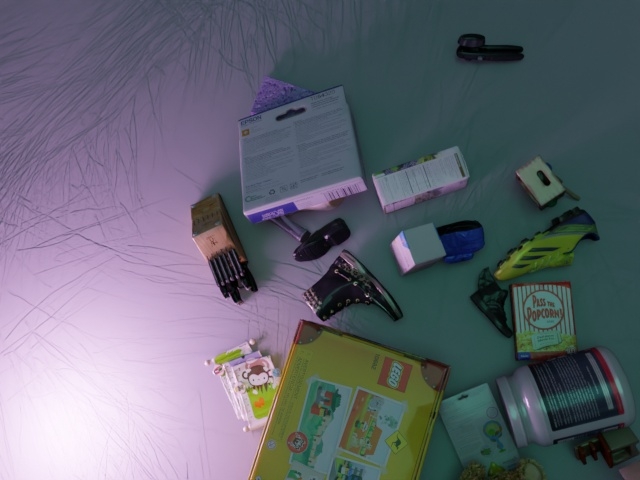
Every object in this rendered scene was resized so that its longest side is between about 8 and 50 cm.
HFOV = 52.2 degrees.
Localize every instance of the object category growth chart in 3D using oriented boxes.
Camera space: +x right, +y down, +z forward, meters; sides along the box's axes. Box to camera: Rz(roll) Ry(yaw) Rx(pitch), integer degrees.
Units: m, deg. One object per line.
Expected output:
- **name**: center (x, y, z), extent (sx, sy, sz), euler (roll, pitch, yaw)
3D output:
- **growth chart**: center (-0.178, 0.379, 1.723), extent (0.172, 0.021, 0.237), euler (-31, 78, 0)

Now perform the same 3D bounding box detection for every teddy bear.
- **teddy bear**: center (0.395, 0.638, 1.544), extent (0.338, 0.113, 0.245), euler (-44, 100, 8)

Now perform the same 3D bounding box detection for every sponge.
- **sponge**: center (-0.083, -0.379, 1.843), extent (0.210, 0.031, 0.117), euler (20, 83, 10)

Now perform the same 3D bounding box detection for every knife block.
- **knife block**: center (-0.257, 0.033, 1.776), extent (0.088, 0.242, 0.275), euler (-24, 33, 2)

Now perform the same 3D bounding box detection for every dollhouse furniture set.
- **dollhouse furniture set**: center (0.701, 0.561, 1.468), extent (0.135, 0.262, 0.259), euler (-26, 44, 4)

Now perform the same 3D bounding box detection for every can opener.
- **can opener**: center (0.462, -0.514, 1.783), extent (0.186, 0.073, 0.059), euler (9, 73, 0)

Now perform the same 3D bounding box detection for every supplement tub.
- **supplement tub**: center (0.568, 0.369, 1.531), extent (0.272, 0.191, 0.191), euler (-17, 78, 8)

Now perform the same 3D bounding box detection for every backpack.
- **backpack**: center (0.362, 0.001, 1.683), extent (0.120, 0.098, 0.101), euler (-15, 107, 5)

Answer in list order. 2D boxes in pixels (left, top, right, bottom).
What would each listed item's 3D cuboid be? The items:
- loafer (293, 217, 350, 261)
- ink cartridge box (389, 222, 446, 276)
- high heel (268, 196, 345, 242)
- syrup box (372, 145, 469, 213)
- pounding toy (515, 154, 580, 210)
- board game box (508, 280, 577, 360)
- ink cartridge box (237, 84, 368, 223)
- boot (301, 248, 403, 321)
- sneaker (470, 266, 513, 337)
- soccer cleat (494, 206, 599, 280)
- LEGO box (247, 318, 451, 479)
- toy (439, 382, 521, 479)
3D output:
- **loafer**: center (0.000, 0.000, 1.757), extent (0.170, 0.062, 0.061), euler (-28, 40, 8)
- **ink cartridge box**: center (0.244, 0.026, 1.676), extent (0.090, 0.143, 0.092), euler (-16, 77, -13)
- **high heel**: center (-0.039, -0.139, 1.773), extent (0.186, 0.093, 0.261), euler (36, 79, 26)
- **syrup box**: center (0.264, -0.158, 1.724), extent (0.237, 0.093, 0.096), euler (-19, 77, 4)
- **pounding toy**: center (0.582, -0.140, 1.669), extent (0.100, 0.130, 0.141), euler (-36, 77, 12)
- **board game box**: center (0.558, 0.202, 1.642), extent (0.147, 0.045, 0.193), euler (-4, 79, 7)
- **ink cartridge box**: center (-0.057, -0.232, 1.748), extent (0.324, 0.071, 0.330), euler (-16, 55, 13)
- **boot**: center (0.081, 0.160, 1.696), extent (0.178, 0.085, 0.236), euler (-43, 71, 1)
- **sneaker**: center (0.449, 0.158, 1.662), extent (0.089, 0.051, 0.170), euler (-41, 73, 2)
- **soccer cleat**: center (0.572, 0.030, 1.641), extent (0.289, 0.093, 0.121), euler (-33, 84, -5)
- **LEGO box**: center (0.058, 0.481, 1.576), extent (0.372, 0.193, 0.500), euler (18, 83, 7)
- **toy**: center (0.392, 0.481, 1.607), extent (0.137, 0.056, 0.237), euler (-24, 83, 5)
